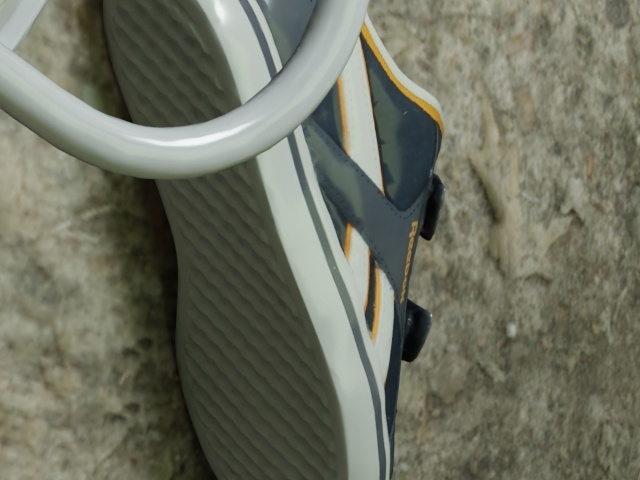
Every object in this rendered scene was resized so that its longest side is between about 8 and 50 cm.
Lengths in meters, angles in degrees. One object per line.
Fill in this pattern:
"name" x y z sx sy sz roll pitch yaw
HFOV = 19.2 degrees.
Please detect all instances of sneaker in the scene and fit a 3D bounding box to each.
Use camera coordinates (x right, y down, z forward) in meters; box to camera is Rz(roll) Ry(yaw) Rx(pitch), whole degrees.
"sneaker" 0.000 0.000 0.894 0.127 0.126 0.321 -32 125 -37

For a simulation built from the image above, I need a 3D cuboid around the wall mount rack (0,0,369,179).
"wall mount rack" -0.168 -0.096 0.422 0.350 0.130 0.304 37 79 -30
